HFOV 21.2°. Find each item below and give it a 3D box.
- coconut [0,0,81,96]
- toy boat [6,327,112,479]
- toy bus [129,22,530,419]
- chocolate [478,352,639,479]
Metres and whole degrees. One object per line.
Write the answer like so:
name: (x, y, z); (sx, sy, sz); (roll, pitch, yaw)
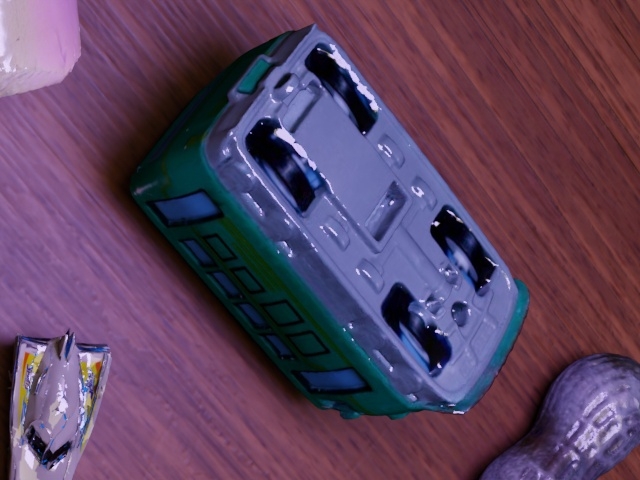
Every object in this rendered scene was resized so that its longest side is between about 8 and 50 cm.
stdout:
coconut: (-0.303, -0.232, 1.316); (0.233, 0.233, 0.245); (-15, 105, -29)
toy boat: (-0.233, 0.176, 1.448); (0.084, 0.066, 0.210); (9, 86, -28)
toy bus: (0.000, 0.000, 1.497); (0.343, 0.199, 0.183); (51, 49, -20)
chocolate: (0.240, 0.208, 1.694); (0.248, 0.110, 0.110); (-47, 111, -22)
